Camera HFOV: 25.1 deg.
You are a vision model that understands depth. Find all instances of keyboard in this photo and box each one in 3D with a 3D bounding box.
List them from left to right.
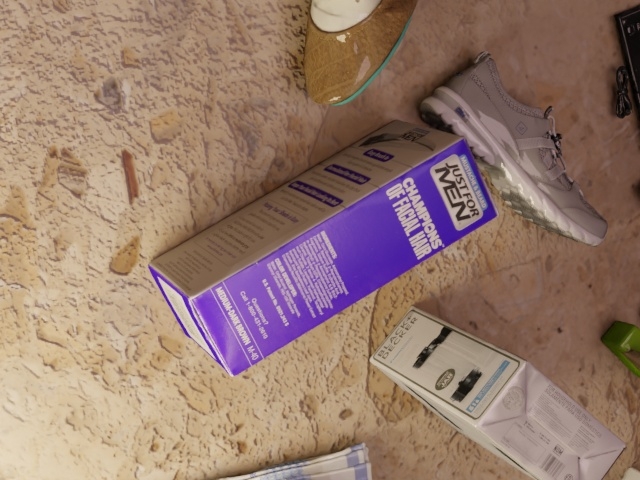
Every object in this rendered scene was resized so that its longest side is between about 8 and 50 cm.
[{"bbox_3d":[0.397,-0.195,1.749,0.108,0.023,0.180,-24,107,-21],"label":"keyboard"}]

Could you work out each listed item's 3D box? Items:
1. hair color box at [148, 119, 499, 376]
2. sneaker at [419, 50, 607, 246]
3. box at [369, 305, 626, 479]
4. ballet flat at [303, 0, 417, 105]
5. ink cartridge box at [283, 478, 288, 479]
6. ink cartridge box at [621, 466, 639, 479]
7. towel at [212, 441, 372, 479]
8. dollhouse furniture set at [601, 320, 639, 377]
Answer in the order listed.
[{"bbox_3d":[0.000,0.000,1.550,0.339,0.185,0.110,-32,110,-12],"label":"hair color box"},{"bbox_3d":[0.249,-0.101,1.666,0.281,0.105,0.115,42,84,-21],"label":"sneaker"},{"bbox_3d":[0.188,0.178,1.598,0.169,0.290,0.087,39,84,-20],"label":"box"},{"bbox_3d":[0.070,-0.309,1.544,0.342,0.116,0.124,-53,142,-5],"label":"ballet flat"},{"bbox_3d":[0.013,0.390,1.645,0.208,0.087,0.153,29,92,-22],"label":"ink cartridge box"},{"bbox_3d":[0.484,0.451,1.809,0.270,0.198,0.197,32,89,-22],"label":"ink cartridge box"},{"bbox_3d":[-0.065,0.360,1.677,0.285,0.034,0.209,-11,106,-16],"label":"towel"},{"bbox_3d":[0.531,0.081,1.780,0.197,0.151,0.301,43,84,-22],"label":"dollhouse furniture set"}]
